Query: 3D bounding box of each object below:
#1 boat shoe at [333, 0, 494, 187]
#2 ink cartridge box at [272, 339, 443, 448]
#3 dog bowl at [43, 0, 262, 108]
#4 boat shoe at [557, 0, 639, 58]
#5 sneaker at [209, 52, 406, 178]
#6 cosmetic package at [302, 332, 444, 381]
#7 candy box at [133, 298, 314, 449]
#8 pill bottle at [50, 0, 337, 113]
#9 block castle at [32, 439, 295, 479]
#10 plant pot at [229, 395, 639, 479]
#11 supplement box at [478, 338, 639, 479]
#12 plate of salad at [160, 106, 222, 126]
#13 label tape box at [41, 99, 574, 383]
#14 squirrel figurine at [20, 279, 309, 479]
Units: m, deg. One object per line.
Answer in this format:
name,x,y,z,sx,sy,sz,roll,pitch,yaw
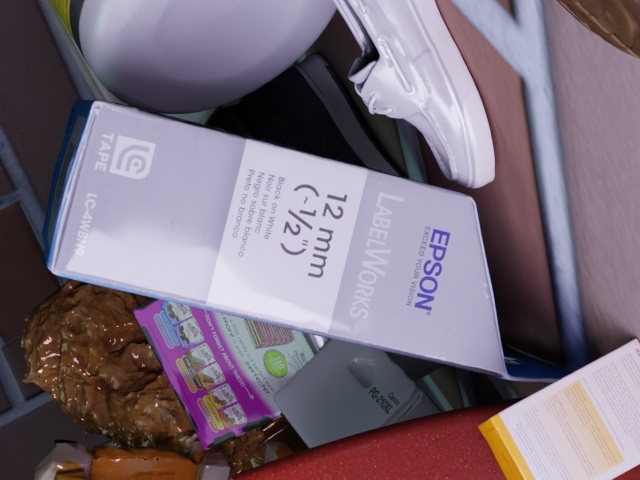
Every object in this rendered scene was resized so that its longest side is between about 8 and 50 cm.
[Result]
boat shoe,0.045,-0.107,0.997,0.184,0.063,0.066,66,171,-19
ink cartridge box,0.086,0.200,1.387,0.237,0.100,0.172,49,177,-25
dog bowl,-0.180,-0.268,1.535,0.408,0.150,0.408,61,171,16
boat shoe,0.115,-0.117,0.559,0.104,0.089,0.285,38,-175,-24
sneaker,-0.018,-0.021,1.304,0.226,0.163,0.086,56,168,26
cosmetic package,0.011,0.027,1.488,0.239,0.099,0.060,63,171,2
candy box,-0.047,0.084,1.611,0.071,0.233,0.159,-28,-89,-56
pill bottle,-0.135,-0.263,1.166,0.334,0.188,0.188,58,170,29
block castle,-0.050,0.345,1.600,0.303,0.453,0.212,-136,54,-61
plant pot,0.124,0.250,1.057,0.267,0.236,0.267,58,170,32
supplement box,0.146,0.105,0.939,0.062,0.098,0.036,62,168,10
plate of salad,-0.076,-0.146,1.288,0.048,0.200,0.200,27,-174,-23
label tape box,0.000,0.000,1.099,0.249,0.348,0.115,-159,82,-79
squirrel figurine,-0.129,0.172,1.894,0.370,0.281,0.397,55,-151,2
